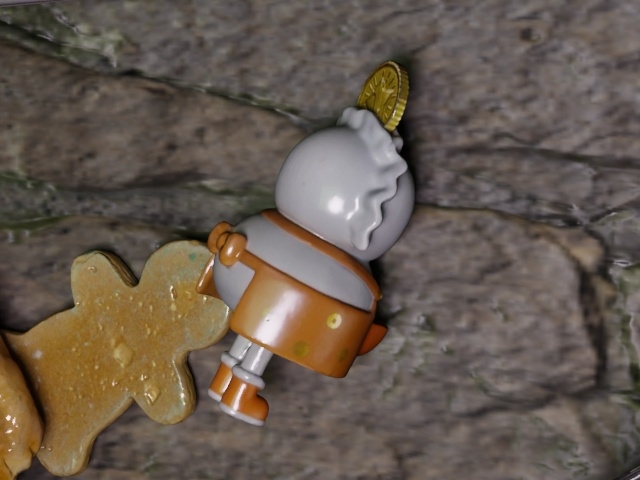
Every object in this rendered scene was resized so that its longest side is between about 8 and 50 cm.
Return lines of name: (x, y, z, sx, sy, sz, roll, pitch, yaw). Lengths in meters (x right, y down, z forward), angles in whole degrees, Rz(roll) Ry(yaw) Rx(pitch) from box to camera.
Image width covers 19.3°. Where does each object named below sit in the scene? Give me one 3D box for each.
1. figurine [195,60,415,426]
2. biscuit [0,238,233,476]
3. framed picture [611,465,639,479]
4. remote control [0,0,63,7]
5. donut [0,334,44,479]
figurine: (-0.009, -0.001, 1.335, 0.143, 0.143, 0.271, 18, 103, 21)
biscuit: (-0.154, 0.082, 1.458, 0.234, 0.030, 0.153, -38, 79, 21)
framed picture: (0.275, 0.215, 1.243, 0.199, 0.010, 0.195, -31, 104, 17)
remote control: (-0.238, -0.221, 1.475, 0.245, 0.022, 0.077, -2, 96, 23)
donut: (-0.369, 0.142, 1.475, 0.317, 0.150, 0.299, 13, 100, 32)
